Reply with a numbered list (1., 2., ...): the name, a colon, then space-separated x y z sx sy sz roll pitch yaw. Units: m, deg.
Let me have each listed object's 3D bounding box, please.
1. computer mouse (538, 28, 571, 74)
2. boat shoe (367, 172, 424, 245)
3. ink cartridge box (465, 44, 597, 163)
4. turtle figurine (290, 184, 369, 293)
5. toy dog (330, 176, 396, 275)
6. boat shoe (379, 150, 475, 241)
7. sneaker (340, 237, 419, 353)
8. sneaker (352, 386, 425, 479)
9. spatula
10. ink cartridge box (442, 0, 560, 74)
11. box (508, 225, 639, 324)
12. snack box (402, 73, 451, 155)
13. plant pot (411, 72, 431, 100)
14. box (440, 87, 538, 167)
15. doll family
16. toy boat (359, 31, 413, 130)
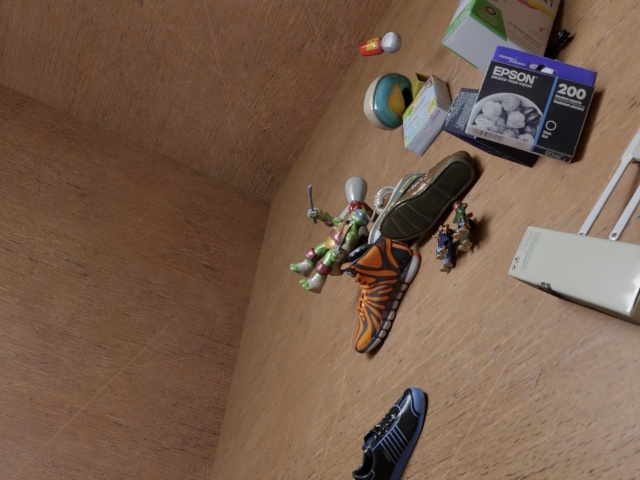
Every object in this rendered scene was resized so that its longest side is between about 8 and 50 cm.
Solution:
1. computer mouse: 0.497 -0.369 1.260 0.106 0.042 0.193 -34 36 62
2. boat shoe: 0.222 -0.054 1.605 0.305 0.109 0.091 -65 10 -10
3. ink cartridge box: 0.414 -0.276 1.104 0.045 0.206 0.208 66 -136 -75
4. turtle figurine: 0.000 0.000 1.610 0.266 0.198 0.275 -55 -19 14
5. toy dog: 0.128 -0.020 1.807 0.333 0.220 0.161 -66 -24 -14
6. boat shoe: 0.283 -0.112 1.491 0.307 0.111 0.104 -39 14 29
7. sneaker: 0.119 0.137 1.531 0.321 0.180 0.124 -66 15 3
8. sneaker: 0.145 0.414 1.202 0.232 0.090 0.081 -69 15 -7
9. spatula: 0.494 -0.090 0.857 0.242 0.019 0.168 -59 20 -2
10. ink cartridge box: 0.432 -0.526 1.334 0.278 0.201 0.117 -64 10 -29
11. box: 0.403 0.052 0.824 0.094 0.113 0.275 -66 14 2
12. snack box: 0.337 -0.400 1.806 0.174 0.070 0.207 -55 20 38
13. plant pot: 0.348 -0.506 1.918 0.081 0.081 0.083 -89 12 -55
14. box: 0.386 -0.255 1.260 0.108 0.153 0.207 -64 15 12
15. doll family: 0.308 -0.014 1.323 0.193 0.076 0.111 125 157 -46
16. toy boat: 0.236 -0.537 1.932 0.148 0.318 0.267 0 28 38
